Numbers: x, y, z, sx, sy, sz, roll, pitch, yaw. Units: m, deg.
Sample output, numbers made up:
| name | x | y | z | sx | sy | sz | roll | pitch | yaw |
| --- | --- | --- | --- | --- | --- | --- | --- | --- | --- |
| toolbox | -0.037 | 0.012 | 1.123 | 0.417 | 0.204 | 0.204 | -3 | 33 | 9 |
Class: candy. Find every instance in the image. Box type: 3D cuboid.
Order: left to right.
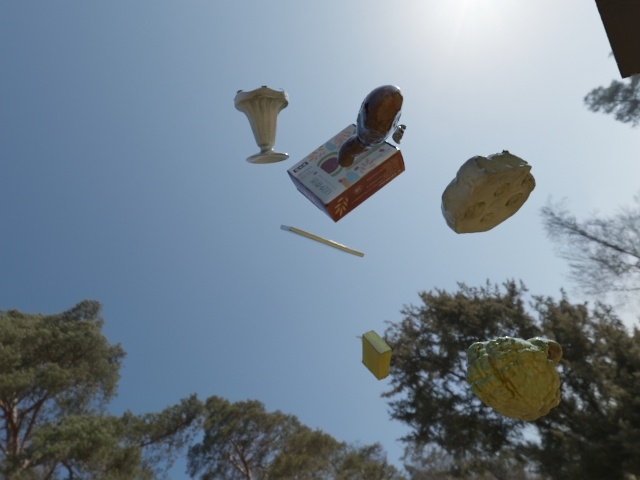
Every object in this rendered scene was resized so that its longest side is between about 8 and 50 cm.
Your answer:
| name | x | y | z | sx | sy | sz | roll | pitch | yaw |
| --- | --- | --- | --- | --- | --- | --- | --- | --- | --- |
| candy | 0.373 | -0.509 | 1.955 | 0.053 | 0.046 | 0.182 | 38 | -135 | -9 |

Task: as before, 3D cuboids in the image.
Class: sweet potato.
| name | x | y | z | sx | sy | sz | roll | pitch | yaw |
| --- | --- | --- | --- | --- | --- | --- | --- | --- | --- |
| sweet potato | 0.129 | -0.288 | 1.046 | 0.109 | 0.385 | 0.109 | 2 | -100 | -10 |

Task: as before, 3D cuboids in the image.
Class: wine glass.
| name | x | y | z | sx | sy | sz | roll | pitch | yaw |
| --- | --- | --- | --- | --- | --- | --- | --- | --- | --- |
| wine glass | -0.165 | -0.334 | 1.205 | 0.165 | 0.165 | 0.196 | -9 | -86 | -42 |

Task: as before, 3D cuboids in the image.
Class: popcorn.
| name | x | y | z | sx | sy | sz | roll | pitch | yaw |
| --- | --- | --- | --- | --- | --- | --- | --- | --- | --- |
| popcorn | 0.564 | 0.393 | 1.163 | 0.287 | 0.173 | 0.225 | 2 | -113 | -14 |

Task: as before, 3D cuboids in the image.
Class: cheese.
| name | x | y | z | sx | sy | sz | roll | pitch | yaw |
| --- | --- | --- | --- | --- | --- | --- | --- | --- | --- |
| cheese | 0.549 | -0.157 | 1.344 | 0.318 | 0.115 | 0.326 | -34 | -35 | 9 |

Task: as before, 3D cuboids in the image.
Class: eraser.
| name | x | y | z | sx | sy | sz | roll | pitch | yaw |
| --- | --- | --- | --- | --- | --- | --- | --- | --- | --- |
| eraser | 0.169 | 0.353 | 1.251 | 0.045 | 0.097 | 0.122 | -18 | -54 | -25 |

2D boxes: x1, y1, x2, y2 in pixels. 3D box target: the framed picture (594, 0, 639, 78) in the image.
| name | x | y | z | sx | sy | sz | roll | pitch | yaw |
| --- | --- | --- | --- | --- | --- | --- | --- | --- | --- |
| framed picture | 0.972 | -0.666 | 1.190 | 0.013 | 0.245 | 0.323 | 3 | -107 | -67 |

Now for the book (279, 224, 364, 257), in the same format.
| name | x | y | z | sx | sy | sz | roll | pitch | yaw |
| --- | --- | --- | --- | --- | --- | --- | --- | --- | --- |
| book | 0.000 | 0.000 | 1.971 | 0.380 | 0.264 | 0.031 | 20 | -93 | -15 |

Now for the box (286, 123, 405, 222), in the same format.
| name | x | y | z | sx | sy | sz | roll | pitch | yaw |
| --- | --- | --- | --- | --- | --- | --- | --- | --- | --- |
| box | 0.104 | -0.305 | 1.763 | 0.385 | 0.344 | 0.122 | -37 | -45 | -7 |
